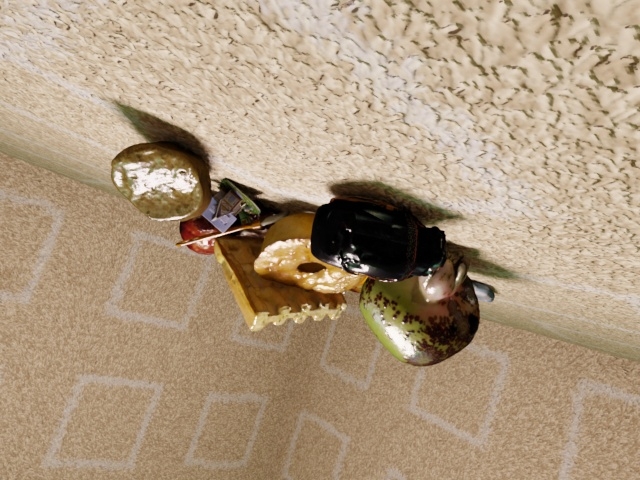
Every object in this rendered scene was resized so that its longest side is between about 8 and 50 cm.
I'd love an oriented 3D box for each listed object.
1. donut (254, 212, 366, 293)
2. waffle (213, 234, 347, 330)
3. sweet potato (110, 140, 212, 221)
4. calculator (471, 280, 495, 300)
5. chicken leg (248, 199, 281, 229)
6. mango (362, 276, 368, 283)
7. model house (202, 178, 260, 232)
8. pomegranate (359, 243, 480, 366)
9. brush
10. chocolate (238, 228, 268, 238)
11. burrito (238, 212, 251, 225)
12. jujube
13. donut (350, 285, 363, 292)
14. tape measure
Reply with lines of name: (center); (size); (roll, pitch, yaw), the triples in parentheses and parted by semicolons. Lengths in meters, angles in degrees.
donut: (-0.020, 0.034, 1.075); (0.277, 0.109, 0.278); (2, 146, 2)
waffle: (-0.112, 0.103, 1.236); (0.348, 0.078, 0.304); (4, -141, -43)
sweet potato: (-0.292, -0.111, 0.868); (0.157, 0.158, 0.369); (19, 180, -9)
calculator: (0.477, 0.155, 1.363); (0.121, 0.039, 0.210); (16, 174, 30)
chicken leg: (-0.124, -0.045, 1.200); (0.205, 0.093, 0.053); (33, -154, -27)
mango: (0.119, 0.066, 1.241); (0.153, 0.126, 0.252); (8, 174, -9)
model house: (-0.228, -0.072, 1.054); (0.117, 0.088, 0.167); (44, 165, -17)
pomegranate: (0.248, 0.128, 1.000); (0.284, 0.285, 0.341); (18, 147, 1)
brush: (-0.232, -0.026, 1.121); (0.314, 0.017, 0.090); (-14, -167, 9)
chocolate: (-0.239, 0.022, 1.437); (0.214, 0.149, 0.093); (-25, 158, 11)
burrito: (-0.288, -0.075, 1.525); (0.287, 0.054, 0.104); (20, 175, -22)
jujube: (-0.330, -0.043, 1.313); (0.183, 0.184, 0.243); (19, 174, -6)
donut: (0.030, 0.092, 1.550); (0.329, 0.160, 0.330); (26, 176, 2)
tape measure: (0.085, 0.002, 0.758); (0.202, 0.135, 0.223); (11, -179, -16)
